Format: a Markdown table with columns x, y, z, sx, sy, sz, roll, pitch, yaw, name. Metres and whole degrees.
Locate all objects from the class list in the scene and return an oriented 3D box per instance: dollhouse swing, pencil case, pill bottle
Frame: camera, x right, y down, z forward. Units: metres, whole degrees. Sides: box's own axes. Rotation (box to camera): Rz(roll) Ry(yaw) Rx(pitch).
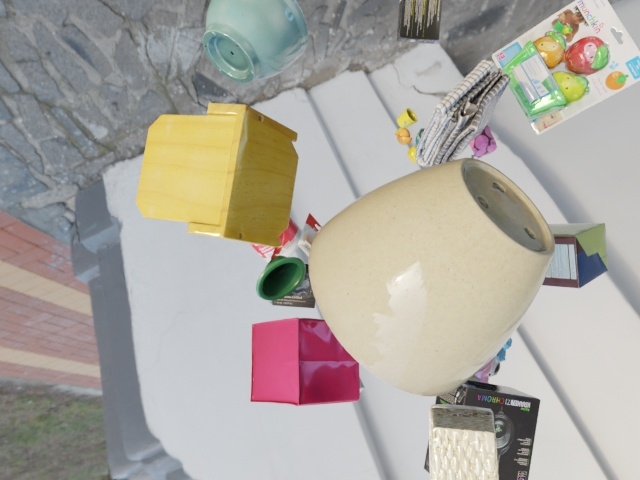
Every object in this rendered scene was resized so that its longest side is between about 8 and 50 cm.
| x | y | z | sx | sy | sz | roll | pitch | yaw | name |
| --- | --- | --- | --- | --- | --- | --- | --- | --- | --- |
| -0.289 | -0.177 | 1.254 | 0.304 | 0.347 | 0.315 | 5 | 175 | 36 | dollhouse swing |
| 0.585 | -0.418 | 1.657 | 0.095 | 0.209 | 0.098 | -15 | 165 | 0 | pencil case |
| -0.284 | -0.102 | 2.006 | 0.229 | 0.229 | 0.408 | -33 | 116 | 18 | pill bottle |

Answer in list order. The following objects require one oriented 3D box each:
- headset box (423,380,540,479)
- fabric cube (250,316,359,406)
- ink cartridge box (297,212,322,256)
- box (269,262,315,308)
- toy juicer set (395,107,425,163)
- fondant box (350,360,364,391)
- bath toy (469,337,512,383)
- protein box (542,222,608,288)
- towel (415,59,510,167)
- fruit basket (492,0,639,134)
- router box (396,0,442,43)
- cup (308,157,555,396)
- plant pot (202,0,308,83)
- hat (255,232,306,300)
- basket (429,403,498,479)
| x | y | z | sx | sy | sz | roll | pitch | yaw | name |
| --- | --- | --- | --- | --- | --- | --- | --- | --- | --- |
| 0.438 | 0.541 | 1.195 | 0.246 | 0.283 | 0.131 | 15 | 174 | -16 | headset box |
| -0.051 | 0.393 | 1.418 | 0.258 | 0.259 | 0.254 | 13 | 160 | -41 | fabric cube |
| 0.000 | 0.000 | 1.489 | 0.045 | 0.179 | 0.145 | -25 | 120 | 33 | ink cartridge box |
| -0.097 | 0.157 | 1.569 | 0.155 | 0.158 | 0.093 | 6 | 177 | -13 | box |
| 0.433 | -0.373 | 1.767 | 0.329 | 0.209 | 0.089 | 41 | 135 | -17 | toy juicer set |
| 0.001 | 0.545 | 1.830 | 0.330 | 0.238 | 0.096 | 12 | 128 | -40 | fondant box |
| 0.547 | 0.427 | 1.479 | 0.129 | 0.151 | 0.348 | -28 | 179 | 42 | bath toy |
| 0.636 | 0.035 | 1.196 | 0.199 | 0.136 | 0.201 | -14 | -171 | -38 | protein box |
| 0.408 | -0.340 | 1.255 | 0.235 | 0.121 | 0.284 | -45 | 168 | -18 | towel |
| 0.786 | -0.567 | 1.394 | 0.353 | 0.327 | 0.165 | -29 | 172 | 29 | fruit basket |
| 0.320 | -0.735 | 1.405 | 0.133 | 0.179 | 0.046 | 3 | -172 | -3 | router box |
| 0.184 | 0.022 | 0.638 | 0.331 | 0.331 | 0.237 | 3 | 142 | -38 | cup |
| -0.210 | -0.579 | 1.246 | 0.196 | 0.293 | 0.293 | -58 | 159 | -20 | plant pot |
| -0.160 | 0.073 | 1.477 | 0.208 | 0.183 | 0.173 | -27 | 137 | -19 | hat |
| 0.244 | 0.382 | 0.747 | 0.113 | 0.167 | 0.103 | -1 | 178 | 14 | basket |
